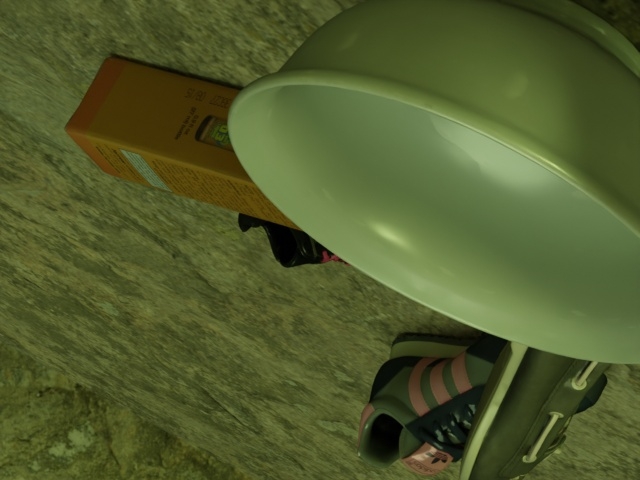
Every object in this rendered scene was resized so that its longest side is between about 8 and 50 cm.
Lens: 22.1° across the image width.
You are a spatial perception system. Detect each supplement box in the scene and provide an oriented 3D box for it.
[{"bbox_3d":[-0.080,-0.073,1.270,0.233,0.078,0.080,17,159,32],"label":"supplement box"}]

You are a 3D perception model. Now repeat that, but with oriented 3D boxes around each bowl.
[{"bbox_3d":[0.105,-0.057,0.959,0.298,0.134,0.298,24,161,9],"label":"bowl"}]

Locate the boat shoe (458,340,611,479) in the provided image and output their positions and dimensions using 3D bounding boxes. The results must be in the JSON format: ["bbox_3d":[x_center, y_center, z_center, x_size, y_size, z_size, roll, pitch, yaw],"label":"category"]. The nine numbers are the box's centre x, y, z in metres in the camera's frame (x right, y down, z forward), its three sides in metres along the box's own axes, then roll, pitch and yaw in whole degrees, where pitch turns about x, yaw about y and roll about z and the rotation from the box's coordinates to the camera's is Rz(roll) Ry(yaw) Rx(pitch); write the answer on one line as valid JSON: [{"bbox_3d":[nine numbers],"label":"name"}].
[{"bbox_3d":[0.180,0.112,1.264,0.095,0.112,0.335,19,144,5],"label":"boat shoe"}]

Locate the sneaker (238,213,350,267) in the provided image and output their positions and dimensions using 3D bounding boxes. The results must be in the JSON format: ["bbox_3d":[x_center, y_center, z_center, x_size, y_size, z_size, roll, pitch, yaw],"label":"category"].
[{"bbox_3d":[0.000,0.000,1.353,0.170,0.075,0.063,34,161,-20],"label":"sneaker"}]

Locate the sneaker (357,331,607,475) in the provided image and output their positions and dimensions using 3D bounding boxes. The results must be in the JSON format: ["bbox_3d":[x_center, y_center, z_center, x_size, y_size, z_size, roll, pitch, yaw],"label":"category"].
[{"bbox_3d":[0.139,0.158,1.491,0.112,0.131,0.319,34,160,-16],"label":"sneaker"}]
